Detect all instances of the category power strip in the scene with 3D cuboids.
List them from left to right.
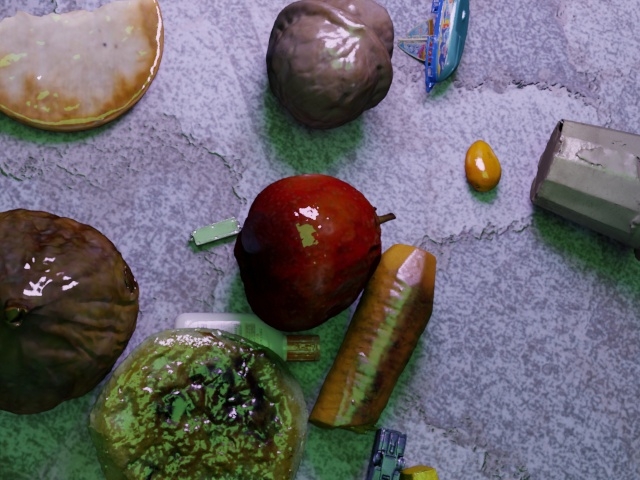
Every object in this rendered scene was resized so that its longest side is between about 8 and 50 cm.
[{"bbox_3d":[-0.164,-0.013,1.466,0.083,0.017,0.027,-17,82,-12],"label":"power strip"}]

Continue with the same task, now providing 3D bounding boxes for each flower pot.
[{"bbox_3d":[0.451,-0.100,1.493,0.202,0.212,0.212,21,77,3],"label":"flower pot"}]

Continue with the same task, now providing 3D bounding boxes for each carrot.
[{"bbox_3d":[0.088,0.153,1.428,0.114,0.114,0.302,25,79,-4],"label":"carrot"}]

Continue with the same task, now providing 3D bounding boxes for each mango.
[{"bbox_3d":[0.263,-0.123,1.543,0.059,0.046,0.089,3,66,-10],"label":"mango"}]

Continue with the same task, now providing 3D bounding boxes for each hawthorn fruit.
[{"bbox_3d":[0.000,0.000,1.393,0.266,0.230,0.210,-30,59,-27],"label":"hawthorn fruit"}]

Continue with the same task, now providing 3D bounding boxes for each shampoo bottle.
[{"bbox_3d":[-0.110,0.162,1.424,0.220,0.051,0.108,1,76,-9],"label":"shampoo bottle"}]

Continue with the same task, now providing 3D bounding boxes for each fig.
[{"bbox_3d":[-0.370,0.087,1.245,0.286,0.368,0.287,2,84,-18],"label":"fig"}]

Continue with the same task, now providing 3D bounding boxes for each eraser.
[{"bbox_3d":[0.154,0.397,1.400,0.045,0.097,0.122,-10,80,-10],"label":"eraser"}]

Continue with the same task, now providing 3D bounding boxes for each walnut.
[{"bbox_3d":[0.016,-0.278,1.442,0.224,0.224,0.224,2,79,-9],"label":"walnut"}]

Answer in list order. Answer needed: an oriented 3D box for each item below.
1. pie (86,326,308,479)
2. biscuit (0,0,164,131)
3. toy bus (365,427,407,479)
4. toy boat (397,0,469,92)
[{"bbox_3d":[-0.163,0.272,1.346,0.323,0.070,0.323,1,85,-10],"label":"pie"},{"bbox_3d":[-0.386,-0.266,1.467,0.308,0.040,0.205,-12,81,-11],"label":"biscuit"},{"bbox_3d":[0.089,0.364,1.411,0.047,0.065,0.166,16,76,-6],"label":"toy bus"},{"bbox_3d":[0.180,-0.326,1.558,0.110,0.091,0.175,5,80,26],"label":"toy boat"}]
